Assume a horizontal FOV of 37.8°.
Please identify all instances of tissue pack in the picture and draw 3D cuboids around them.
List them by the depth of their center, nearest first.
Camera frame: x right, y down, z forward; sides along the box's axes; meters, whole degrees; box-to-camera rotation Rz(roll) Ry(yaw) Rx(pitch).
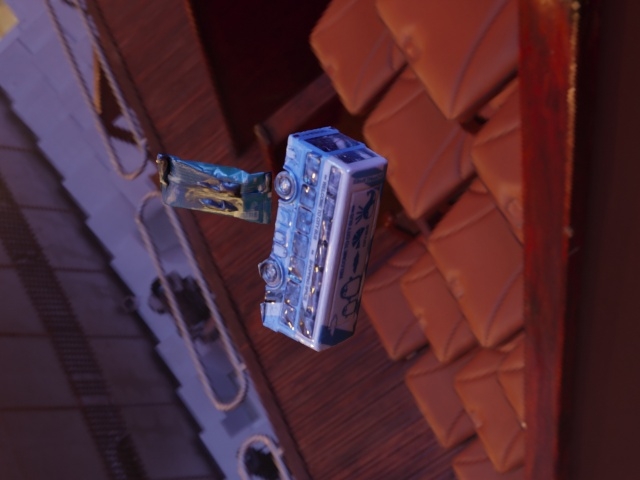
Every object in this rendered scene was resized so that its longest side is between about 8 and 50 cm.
[{"bbox_3d":[-0.126,-0.059,1.111,0.138,0.085,0.028,12,-134,5],"label":"tissue pack"}]

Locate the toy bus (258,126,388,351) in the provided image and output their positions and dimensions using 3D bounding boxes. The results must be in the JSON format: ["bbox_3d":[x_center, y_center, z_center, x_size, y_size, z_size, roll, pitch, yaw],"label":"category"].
[{"bbox_3d":[0.000,0.000,1.320,0.131,0.297,0.106,28,-150,33],"label":"toy bus"}]
